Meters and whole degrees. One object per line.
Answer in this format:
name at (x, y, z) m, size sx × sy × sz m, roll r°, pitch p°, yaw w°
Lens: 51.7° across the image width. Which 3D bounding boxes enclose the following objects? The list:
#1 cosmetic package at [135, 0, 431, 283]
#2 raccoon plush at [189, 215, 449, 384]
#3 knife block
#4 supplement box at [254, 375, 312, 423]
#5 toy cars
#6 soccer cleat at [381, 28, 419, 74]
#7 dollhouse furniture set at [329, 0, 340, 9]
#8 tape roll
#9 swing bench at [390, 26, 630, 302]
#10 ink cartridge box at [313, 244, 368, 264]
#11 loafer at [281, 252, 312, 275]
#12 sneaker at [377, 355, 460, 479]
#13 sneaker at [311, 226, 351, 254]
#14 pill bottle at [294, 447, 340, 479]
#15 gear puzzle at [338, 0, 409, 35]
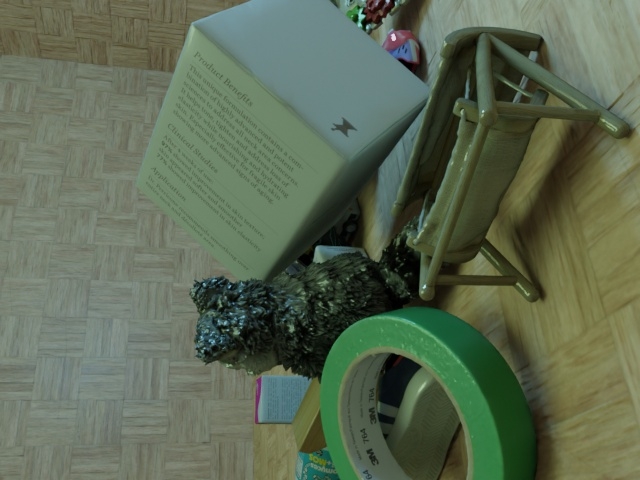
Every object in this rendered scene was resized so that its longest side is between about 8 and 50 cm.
cosmetic package at (-0.075, -0.185, 1.215) m, size 0.327 × 0.329 × 0.394 m, roll -42°, pitch -8°, yaw -45°
raccoon plush at (-0.019, 0.060, 1.090) m, size 0.446 × 0.299 × 0.216 m, roll -59°, pitch 31°, yaw 19°
knife block at (0.040, 0.252, 1.262) m, size 0.088 × 0.275 × 0.242 m, roll -115°, pitch 1°, yaw -64°
supplement box at (-0.043, 0.388, 1.595) m, size 0.111 × 0.220 × 0.114 m, roll 130°, pitch 140°, yaw -68°
toy cars at (-0.005, -0.021, 1.747) m, size 0.393 × 0.087 × 0.177 m, roll 161°, pitch 115°, yaw -70°
soccer cleat at (0.133, -0.309, 1.323) m, size 0.248 × 0.083 × 0.095 m, roll 117°, pitch 149°, yaw -54°
dollhouse furniture set at (-0.046, -0.341, 1.525) m, size 0.256 × 0.362 × 0.394 m, roll -126°, pitch 13°, yaw -71°
tape roll at (0.131, 0.253, 0.895) m, size 0.321 × 0.077 × 0.321 m, roll 10°, pitch 103°, yaw 48°
swing bench at (0.197, -0.100, 0.816) m, size 0.255 × 0.165 × 0.253 m, roll -103°, pitch 20°, yaw -51°
ink cartridge box at (0.054, 0.173, 1.443) m, size 0.289 × 0.121 × 0.211 m, roll -109°, pitch 26°, yaw -58°
loafer at (-0.041, 0.082, 1.733) m, size 0.095 × 0.109 × 0.302 m, roll -48°, pitch 36°, yaw 9°
sneaker at (0.137, 0.290, 1.080) m, size 0.148 × 0.131 × 0.350 m, roll -108°, pitch 35°, yaw -53°
sneaker at (0.000, 0.000, 1.563) m, size 0.106 × 0.101 × 0.267 m, roll -38°, pitch -70°, yaw -58°
pill bottle at (0.022, 0.476, 1.466) m, size 0.146 × 0.146 × 0.264 m, roll -120°, pitch 35°, yaw -67°
gear puzzle at (0.080, -0.489, 1.340) m, size 0.339 × 0.044 × 0.176 m, roll -30°, pitch 53°, yaw 42°
